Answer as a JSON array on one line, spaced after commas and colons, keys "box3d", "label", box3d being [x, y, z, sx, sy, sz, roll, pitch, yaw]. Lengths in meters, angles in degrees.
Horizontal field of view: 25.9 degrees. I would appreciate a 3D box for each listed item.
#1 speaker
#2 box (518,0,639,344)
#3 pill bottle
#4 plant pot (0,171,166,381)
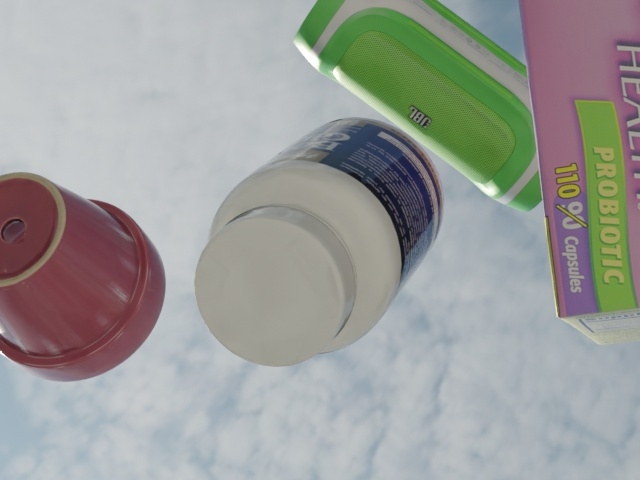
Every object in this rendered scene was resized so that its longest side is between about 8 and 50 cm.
[{"box3d": [0.122, -0.158, 1.411, 0.296, 0.131, 0.131, 36, -71, -2], "label": "speaker"}, {"box3d": [0.194, -0.056, 0.805, 0.117, 0.243, 0.213, -8, -99, 14], "label": "box"}, {"box3d": [0.000, 0.000, 0.679, 0.094, 0.169, 0.094, 5, -73, 15], "label": "pill bottle"}, {"box3d": [-0.286, 0.025, 1.445, 0.201, 0.180, 0.201, -7, -118, 14], "label": "plant pot"}]
